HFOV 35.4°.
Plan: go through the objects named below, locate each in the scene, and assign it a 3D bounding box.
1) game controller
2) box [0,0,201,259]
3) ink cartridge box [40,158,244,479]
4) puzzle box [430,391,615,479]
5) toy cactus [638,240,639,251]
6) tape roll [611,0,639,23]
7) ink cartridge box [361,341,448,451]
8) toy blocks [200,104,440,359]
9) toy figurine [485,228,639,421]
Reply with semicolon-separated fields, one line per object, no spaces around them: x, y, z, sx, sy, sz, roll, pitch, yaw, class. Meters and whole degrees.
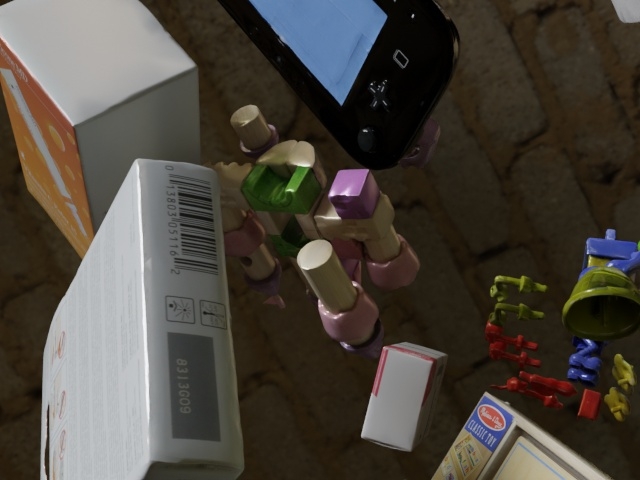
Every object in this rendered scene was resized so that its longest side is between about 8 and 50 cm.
-0.005;-0.214;0.876;0.319;0.067;0.166;51;146;22;game controller
-0.279;-0.136;1.295;0.215;0.168;0.345;48;154;24;box
-0.194;0.154;0.991;0.385;0.091;0.308;-53;38;46;ink cartridge box
0.174;0.315;0.914;0.052;0.272;0.409;32;179;-14;puzzle box
0.588;-0.012;1.544;0.112;0.180;0.219;41;165;-3;toy cactus
0.552;-0.472;1.569;0.169;0.246;0.246;60;-179;-15;tape roll
0.148;0.262;1.713;0.218;0.092;0.159;15;-90;-78;ink cartridge box
0.000;0.000;1.272;0.309;0.288;0.260;-63;-39;-32;toy blocks
0.332;0.059;1.284;0.362;0.191;0.217;71;-143;-56;toy figurine
